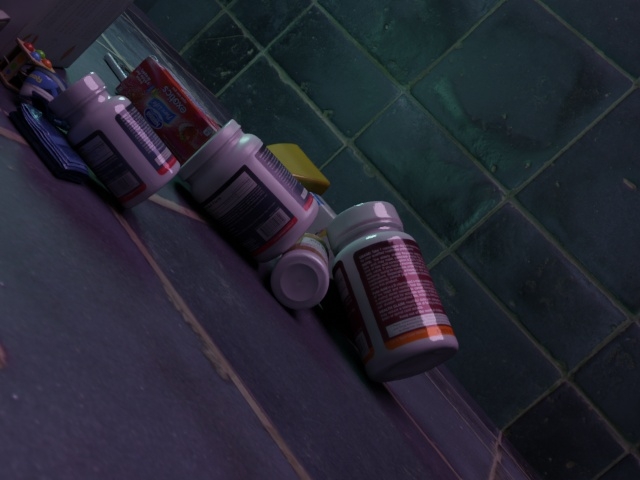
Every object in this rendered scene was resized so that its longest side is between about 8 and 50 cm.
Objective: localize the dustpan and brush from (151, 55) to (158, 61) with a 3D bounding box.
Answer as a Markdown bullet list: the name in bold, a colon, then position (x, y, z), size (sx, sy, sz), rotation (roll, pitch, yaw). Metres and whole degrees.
- **dustpan and brush**: position (-0.451, -0.424, 1.842), size (0.147, 0.060, 0.211), rotation (86, -4, -57)

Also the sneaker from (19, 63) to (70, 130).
- **sneaker**: position (-0.392, -0.191, 0.938), size (0.053, 0.059, 0.144), rotation (14, -30, 32)

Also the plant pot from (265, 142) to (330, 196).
- **plant pot**: position (-0.138, -0.191, 2.049), size (0.212, 0.212, 0.187), rotation (50, 19, 23)

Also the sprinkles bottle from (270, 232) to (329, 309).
- **sprinkles bottle**: position (-0.039, 0.062, 1.447), size (0.121, 0.121, 0.355), rotation (47, 6, -5)

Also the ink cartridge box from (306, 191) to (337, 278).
- **ink cartridge box**: position (0.000, 0.000, 1.876), size (0.233, 0.168, 0.171), rotation (49, 7, 7)

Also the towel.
- **towel**: position (-0.361, -0.131, 0.847), size (0.119, 0.029, 0.067), rotation (49, 5, 9)

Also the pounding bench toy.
- **pounding bench toy**: position (-0.432, -0.253, 0.947), size (0.052, 0.065, 0.083), rotation (50, 6, 20)

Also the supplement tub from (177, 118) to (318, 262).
- **supplement tub**: position (-0.154, -0.104, 1.353), size (0.272, 0.191, 0.191), rotation (47, 6, -14)

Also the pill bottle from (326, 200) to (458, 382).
- **pill bottle**: position (0.158, 0.118, 1.509), size (0.224, 0.224, 0.392), rotation (37, 31, -60)

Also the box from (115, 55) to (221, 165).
- **box**: position (-0.356, -0.304, 1.532), size (0.257, 0.122, 0.128), rotation (49, 7, 7)

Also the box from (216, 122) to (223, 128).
- **box**: position (-0.308, -0.295, 1.807), size (0.225, 0.036, 0.136), rotation (35, -18, 34)

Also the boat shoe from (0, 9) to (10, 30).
- **boat shoe**: position (-0.471, -0.296, 0.798), size (0.079, 0.095, 0.254), rotation (46, 9, -20)

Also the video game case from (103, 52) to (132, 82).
- **video game case**: position (-0.495, -0.411, 1.724), size (0.190, 0.022, 0.173), rotation (52, 7, 26)

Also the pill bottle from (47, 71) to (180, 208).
- **pill bottle**: position (-0.299, -0.146, 0.909), size (0.180, 0.108, 0.108), rotation (54, 3, -21)

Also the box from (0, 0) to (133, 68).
- **box**: position (-0.479, -0.435, 1.075), size (0.168, 0.215, 0.345), rotation (46, 6, -12)

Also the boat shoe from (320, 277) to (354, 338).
- **boat shoe**: position (0.064, 0.186, 1.630), size (0.223, 0.080, 0.073), rotation (48, -4, -9)
